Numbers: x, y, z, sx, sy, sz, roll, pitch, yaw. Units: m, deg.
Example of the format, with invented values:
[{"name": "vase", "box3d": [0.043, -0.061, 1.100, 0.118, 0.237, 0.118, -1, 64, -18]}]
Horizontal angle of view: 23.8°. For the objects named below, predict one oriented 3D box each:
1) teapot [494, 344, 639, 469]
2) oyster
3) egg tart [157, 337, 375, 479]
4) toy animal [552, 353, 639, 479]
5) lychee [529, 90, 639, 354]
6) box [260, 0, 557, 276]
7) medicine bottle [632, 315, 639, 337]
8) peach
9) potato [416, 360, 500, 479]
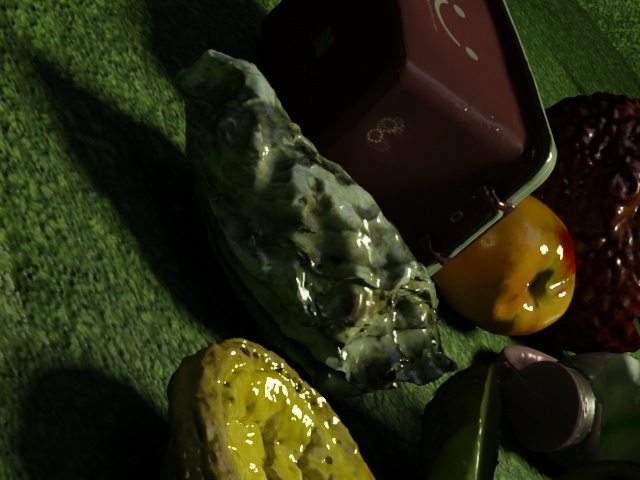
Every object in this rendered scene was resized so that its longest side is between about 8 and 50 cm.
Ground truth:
[{"name": "teapot", "box3d": [0.226, 0.138, 1.343, 0.146, 0.116, 0.148, 14, 48, -45]}, {"name": "oyster", "box3d": [0.000, 0.000, 1.057, 0.267, 0.112, 0.198, 42, 21, -46]}, {"name": "egg tart", "box3d": [-0.029, 0.148, 0.832, 0.191, 0.074, 0.191, 45, 23, -25]}, {"name": "toy animal", "box3d": [0.206, 0.237, 1.067, 0.180, 0.181, 0.363, 42, 24, -51]}, {"name": "lychee", "box3d": [0.284, -0.017, 1.517, 0.260, 0.260, 0.261, 44, 23, -24]}, {"name": "box", "box3d": [0.061, -0.128, 1.303, 0.167, 0.193, 0.294, 32, 30, -29]}, {"name": "medicine bottle", "box3d": [0.303, 0.159, 1.085, 0.171, 0.052, 0.201, 47, 20, -48]}, {"name": "peach", "box3d": [0.165, 0.017, 1.377, 0.138, 0.138, 0.138, 44, 23, -24]}, {"name": "potato", "box3d": [0.089, 0.171, 1.038, 0.119, 0.054, 0.198, 73, 22, -59]}]
